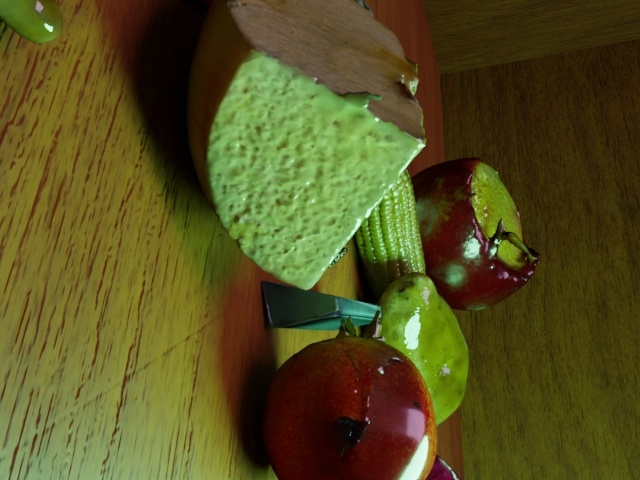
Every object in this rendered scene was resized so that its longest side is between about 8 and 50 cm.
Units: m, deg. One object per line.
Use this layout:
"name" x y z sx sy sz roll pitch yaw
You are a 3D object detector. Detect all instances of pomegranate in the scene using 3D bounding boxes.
"pomegranate" 0.037 0.202 0.929 0.210 0.210 0.235 68 30 -44

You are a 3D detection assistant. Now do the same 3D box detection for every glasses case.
"glasses case" 0.006 0.100 1.101 0.266 0.105 0.056 23 79 -72

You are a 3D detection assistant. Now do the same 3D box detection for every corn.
"corn" 0.135 0.006 1.545 0.131 0.131 0.345 -75 154 -56

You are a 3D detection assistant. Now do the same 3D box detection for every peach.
"peach" 0.326 -0.002 1.899 0.406 0.310 0.335 28 42 -55

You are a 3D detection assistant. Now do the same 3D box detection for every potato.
"potato" 0.189 0.222 1.536 0.176 0.195 0.369 -99 174 -54

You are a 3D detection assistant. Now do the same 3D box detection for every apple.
"apple" -0.011 -0.143 0.859 0.309 0.252 0.314 -96 173 -57

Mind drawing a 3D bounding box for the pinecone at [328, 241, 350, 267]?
"pinecone" 0.000 0.000 1.158 0.083 0.077 0.077 63 17 -4

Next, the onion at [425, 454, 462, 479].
"onion" 0.130 0.403 1.181 0.216 0.206 0.207 57 29 -60

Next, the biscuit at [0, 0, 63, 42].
"biscuit" -0.228 -0.211 0.455 0.208 0.047 0.165 -11 94 -75

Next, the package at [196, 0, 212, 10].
"package" -0.142 -0.299 0.867 0.200 0.022 0.083 -3 84 -74

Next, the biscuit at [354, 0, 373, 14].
"biscuit" -0.006 -0.476 1.278 0.432 0.064 0.283 19 53 -67
